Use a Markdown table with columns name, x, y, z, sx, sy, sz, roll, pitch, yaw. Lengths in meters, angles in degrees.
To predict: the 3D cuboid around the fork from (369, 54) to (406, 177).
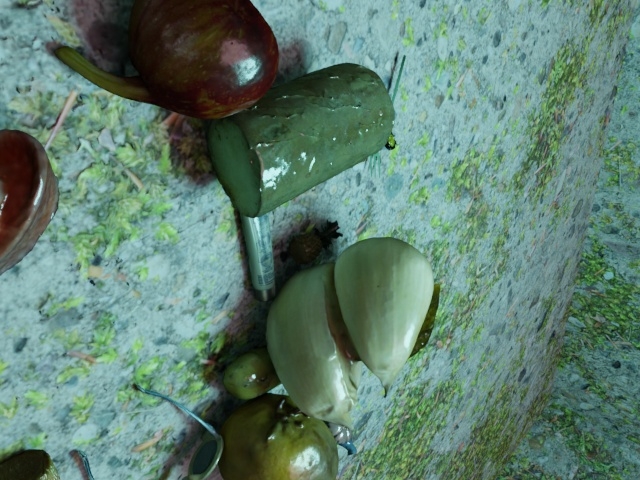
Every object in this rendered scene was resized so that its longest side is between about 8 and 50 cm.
| name | x | y | z | sx | sy | sz | roll | pitch | yaw |
| --- | --- | --- | --- | --- | --- | --- | --- | --- | --- |
| fork | 0.127 | -0.237 | 1.058 | 0.039 | 0.021 | 0.235 | -5 | 112 | -54 |

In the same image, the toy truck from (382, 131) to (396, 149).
| name | x | y | z | sx | sy | sz | roll | pitch | yaw |
| --- | --- | --- | --- | --- | --- | --- | --- | --- | --- |
| toy truck | 0.085 | -0.200 | 0.989 | 0.111 | 0.076 | 0.077 | 7 | 79 | -54 |

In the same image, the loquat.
| name | x | y | z | sx | sy | sz | roll | pitch | yaw |
| --- | --- | --- | --- | --- | --- | --- | --- | --- | --- |
| loquat | -0.077 | 0.386 | 0.980 | 0.193 | 0.238 | 0.239 | -36 | 134 | -40 |

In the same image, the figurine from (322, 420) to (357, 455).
| name | x | y | z | sx | sy | sz | roll | pitch | yaw |
| --- | --- | --- | --- | --- | --- | --- | --- | --- | --- |
| figurine | 0.005 | 0.371 | 1.154 | 0.114 | 0.178 | 0.144 | -10 | 158 | -29 |

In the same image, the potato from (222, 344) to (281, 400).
| name | x | y | z | sx | sy | sz | roll | pitch | yaw |
| --- | --- | --- | --- | --- | --- | --- | --- | --- | --- |
| potato | -0.099 | 0.227 | 0.980 | 0.188 | 0.085 | 0.105 | -10 | 156 | -47 |

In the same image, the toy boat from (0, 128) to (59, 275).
| name | x | y | z | sx | sy | sz | roll | pitch | yaw |
| --- | --- | --- | --- | --- | --- | --- | --- | --- | --- |
| toy boat | -0.326 | -0.027 | 0.440 | 0.206 | 0.096 | 0.282 | -49 | -178 | -11 |

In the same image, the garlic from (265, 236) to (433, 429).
| name | x | y | z | sx | sy | sz | roll | pitch | yaw |
| --- | --- | --- | --- | --- | --- | --- | --- | --- | --- |
| garlic | 0.053 | 0.134 | 0.947 | 0.313 | 0.285 | 0.250 | -65 | 149 | -55 |

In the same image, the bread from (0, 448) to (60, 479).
| name | x | y | z | sx | sy | sz | roll | pitch | yaw |
| --- | --- | --- | --- | --- | --- | --- | --- | --- | --- |
| bread | -0.373 | 0.310 | 0.692 | 0.085 | 0.085 | 0.053 | -30 | 122 | -38 |

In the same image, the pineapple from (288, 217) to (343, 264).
| name | x | y | z | sx | sy | sz | roll | pitch | yaw |
| --- | --- | --- | --- | --- | --- | --- | --- | --- | --- |
| pineapple | 0.000 | 0.000 | 0.999 | 0.124 | 0.058 | 0.058 | -28 | 129 | -40 |

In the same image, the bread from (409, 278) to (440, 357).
| name | x | y | z | sx | sy | sz | roll | pitch | yaw |
| --- | --- | --- | --- | --- | --- | --- | --- | --- | --- |
| bread | 0.191 | 0.183 | 1.289 | 0.209 | 0.109 | 0.192 | -14 | 118 | -47 |

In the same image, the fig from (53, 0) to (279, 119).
| name | x | y | z | sx | sy | sz | roll | pitch | yaw |
| --- | --- | --- | --- | --- | --- | --- | --- | --- | --- |
| fig | -0.157 | -0.206 | 0.627 | 0.207 | 0.175 | 0.175 | -42 | 139 | -7 |

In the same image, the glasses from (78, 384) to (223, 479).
| name | x | y | z | sx | sy | sz | roll | pitch | yaw |
| --- | --- | --- | --- | --- | --- | --- | --- | --- | --- |
| glasses | -0.254 | 0.344 | 0.850 | 0.190 | 0.088 | 0.221 | -47 | 139 | -23 |

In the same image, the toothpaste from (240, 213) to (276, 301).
| name | x | y | z | sx | sy | sz | roll | pitch | yaw |
| --- | --- | --- | --- | --- | --- | --- | --- | --- | --- |
| toothpaste | -0.102 | -0.007 | 0.887 | 0.062 | 0.039 | 0.239 | -29 | 128 | -37 |

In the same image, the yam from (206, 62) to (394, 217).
| name | x | y | z | sx | sy | sz | roll | pitch | yaw |
| --- | --- | --- | --- | --- | --- | --- | --- | --- | --- |
| yam | -0.031 | -0.151 | 0.795 | 0.268 | 0.161 | 0.161 | -34 | 133 | -35 |
